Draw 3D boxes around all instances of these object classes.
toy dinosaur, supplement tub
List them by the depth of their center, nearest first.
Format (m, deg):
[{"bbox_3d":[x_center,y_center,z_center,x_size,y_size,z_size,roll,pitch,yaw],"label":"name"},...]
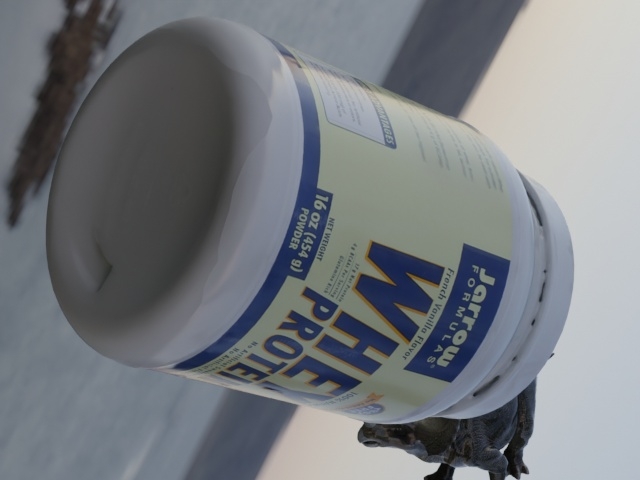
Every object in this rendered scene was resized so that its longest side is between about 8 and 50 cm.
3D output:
[{"bbox_3d":[0.000,0.000,1.130,0.235,0.325,0.235,-20,-118,43],"label":"supplement tub"},{"bbox_3d":[0.186,0.184,1.743,0.313,0.121,0.160,-27,130,-35],"label":"toy dinosaur"}]
